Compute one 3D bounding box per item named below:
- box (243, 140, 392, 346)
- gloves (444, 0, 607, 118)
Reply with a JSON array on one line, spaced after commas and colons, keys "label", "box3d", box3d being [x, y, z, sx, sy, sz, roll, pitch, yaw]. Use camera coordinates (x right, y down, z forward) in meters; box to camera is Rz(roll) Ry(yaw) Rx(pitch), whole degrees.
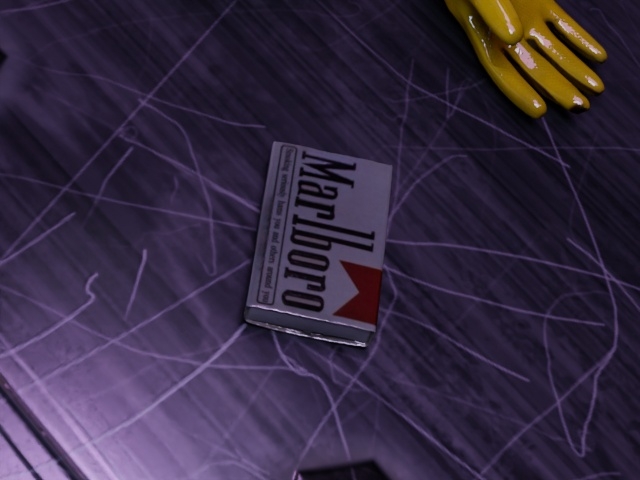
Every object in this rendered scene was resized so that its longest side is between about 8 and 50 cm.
[{"label": "box", "box3d": [0.000, 0.000, 1.098, 0.115, 0.036, 0.177, 13, 58, -8]}, {"label": "gloves", "box3d": [0.189, -0.250, 1.268, 0.133, 0.116, 0.294, -31, 78, -21]}]
